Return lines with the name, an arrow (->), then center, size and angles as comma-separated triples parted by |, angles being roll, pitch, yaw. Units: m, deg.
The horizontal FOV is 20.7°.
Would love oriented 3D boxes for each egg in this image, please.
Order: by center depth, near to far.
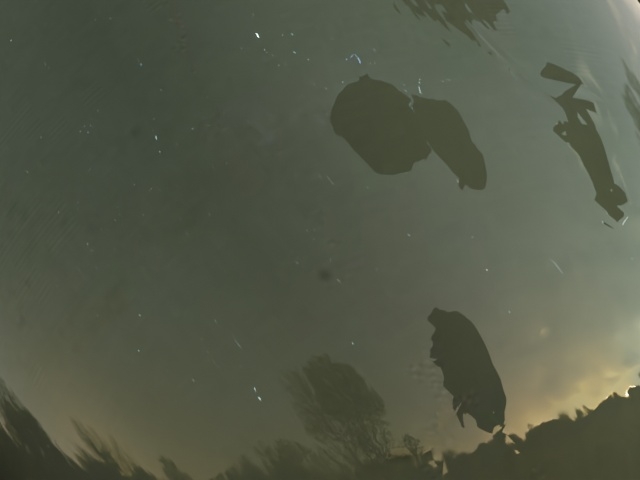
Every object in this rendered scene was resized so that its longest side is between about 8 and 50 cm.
egg -> 0.000, 0.000, 0.502 | 0.230, 0.371, 0.230 | -21, -40, -18
